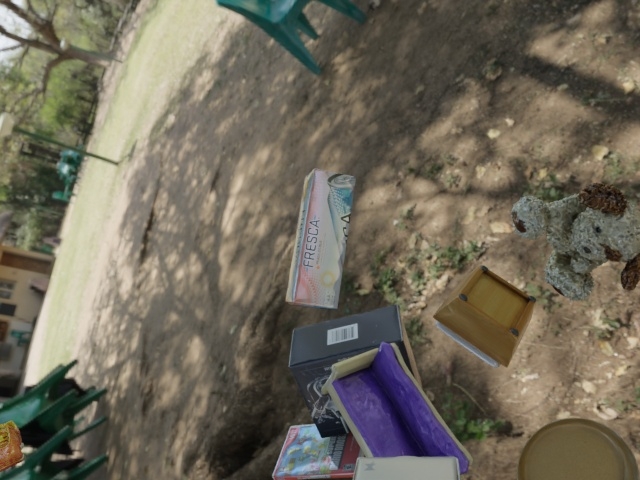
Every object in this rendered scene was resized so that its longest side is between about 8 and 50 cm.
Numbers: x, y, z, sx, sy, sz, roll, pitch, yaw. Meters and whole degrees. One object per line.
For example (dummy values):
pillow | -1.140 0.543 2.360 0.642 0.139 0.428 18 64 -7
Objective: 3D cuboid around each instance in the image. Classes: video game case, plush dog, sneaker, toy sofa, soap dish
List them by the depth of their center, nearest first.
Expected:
sneaker | -0.565 0.366 0.988 0.175 0.064 0.068 -6 103 60
plush dog | 0.561 -0.018 1.139 0.210 0.263 0.225 -38 14 -14
toy sofa | 0.166 0.427 1.292 0.363 0.150 0.177 57 142 29
soap dish | 0.469 0.200 1.559 0.228 0.290 0.118 35 124 16
video game case | 0.007 0.651 1.740 0.284 0.025 0.204 -13 25 22

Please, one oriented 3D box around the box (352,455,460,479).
box | 0.128 0.436 0.772 0.127 0.148 0.233 -51 -46 -72

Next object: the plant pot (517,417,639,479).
plant pot | 0.518 0.474 1.136 0.032 0.236 0.237 1 -74 -84

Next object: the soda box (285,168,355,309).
soda box | 0.000 0.000 0.759 0.058 0.062 0.183 162 117 -75

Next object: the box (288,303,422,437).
box | 0.118 0.402 1.702 0.342 0.313 0.179 -15 29 11
